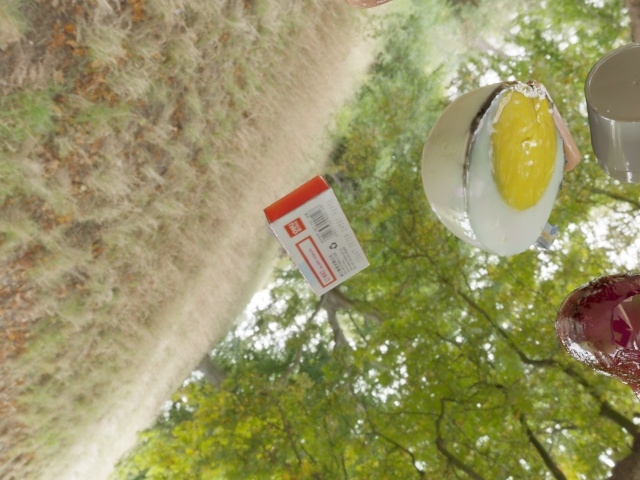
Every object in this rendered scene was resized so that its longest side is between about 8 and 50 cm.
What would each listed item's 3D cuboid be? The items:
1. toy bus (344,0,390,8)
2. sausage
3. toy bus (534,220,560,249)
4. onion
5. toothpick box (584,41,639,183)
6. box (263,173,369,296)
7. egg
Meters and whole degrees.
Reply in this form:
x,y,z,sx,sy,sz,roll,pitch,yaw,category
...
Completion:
x,y,z,sx,sy,sz,roll,pitch,yaw,category
0.104,-0.470,0.782,0.288,0.232,0.194,-26,142,14,toy bus
0.613,-0.303,1.412,0.086,0.289,0.086,-33,-155,18,sausage
0.564,-0.031,1.373,0.191,0.064,0.075,23,96,-46,toy bus
0.471,0.157,0.791,0.195,0.217,0.140,-15,171,16,onion
0.403,-0.155,0.667,0.111,0.111,0.181,-39,146,14,toothpick box
0.000,0.000,0.941,0.123,0.229,0.050,-32,-137,0,box
0.294,-0.132,0.973,0.337,0.337,0.201,-41,-151,-28,egg
